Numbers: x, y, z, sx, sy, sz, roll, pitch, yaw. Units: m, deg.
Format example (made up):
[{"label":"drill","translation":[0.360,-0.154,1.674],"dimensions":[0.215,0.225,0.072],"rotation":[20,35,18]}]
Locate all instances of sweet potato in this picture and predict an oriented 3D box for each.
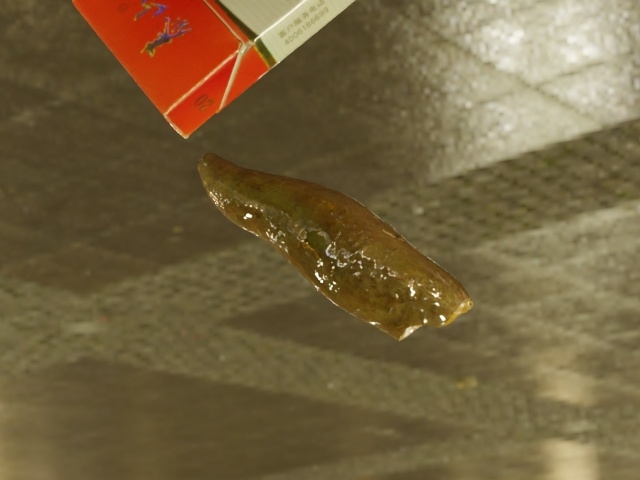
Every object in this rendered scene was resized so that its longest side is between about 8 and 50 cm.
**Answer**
[{"label":"sweet potato","translation":[0.000,0.000,1.147],"dimensions":[0.244,0.077,0.077],"rotation":[32,168,13]}]

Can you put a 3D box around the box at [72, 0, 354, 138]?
[{"label":"box","translation":[-0.027,-0.184,0.950],"dimensions":[0.245,0.139,0.035],"rotation":[-38,143,-2]}]
